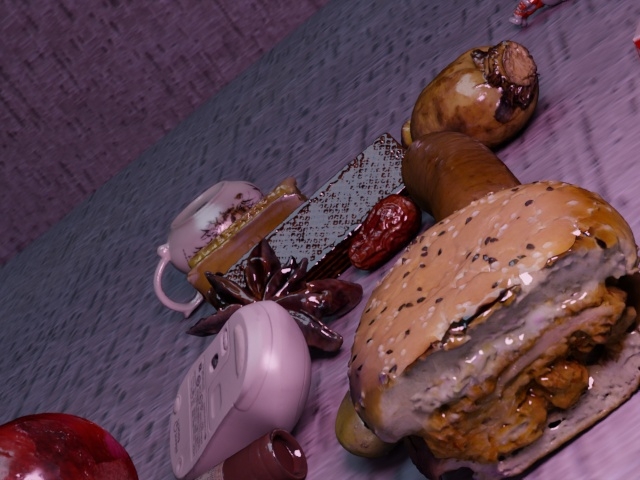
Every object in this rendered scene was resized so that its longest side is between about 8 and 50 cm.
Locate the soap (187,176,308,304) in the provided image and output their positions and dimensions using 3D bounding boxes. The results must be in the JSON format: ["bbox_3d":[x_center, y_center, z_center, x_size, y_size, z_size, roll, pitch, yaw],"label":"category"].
[{"bbox_3d":[-0.091,0.023,2.071,0.233,0.135,0.076,-39,18,7],"label":"soap"}]

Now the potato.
[{"bbox_3d":[0.075,0.176,1.474,0.105,0.085,0.188,-19,24,46],"label":"potato"}]

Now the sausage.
[{"bbox_3d":[0.197,-0.046,1.661,0.136,0.123,0.501,-55,17,12],"label":"sausage"}]

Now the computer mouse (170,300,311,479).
[{"bbox_3d":[-0.095,0.203,1.655,0.297,0.121,0.184,-59,31,38],"label":"computer mouse"}]

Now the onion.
[{"bbox_3d":[-0.354,0.353,1.652,0.276,0.276,0.276,-37,19,15],"label":"onion"}]

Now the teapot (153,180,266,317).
[{"bbox_3d":[-0.192,0.000,2.339,0.299,0.166,0.208,-52,27,-8],"label":"teapot"}]

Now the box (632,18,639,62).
[{"bbox_3d":[0.532,-0.328,1.748,0.229,0.050,0.123,-27,21,38],"label":"box"}]

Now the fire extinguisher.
[{"bbox_3d":[-0.124,0.321,1.565,0.231,0.071,0.099,-35,25,20],"label":"fire extinguisher"}]

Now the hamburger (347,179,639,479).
[{"bbox_3d":[0.178,0.086,1.297,0.318,0.195,0.277,-39,20,4],"label":"hamburger"}]

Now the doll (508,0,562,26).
[{"bbox_3d":[0.401,-0.437,2.239,0.180,0.079,0.094,-40,-15,22],"label":"doll"}]

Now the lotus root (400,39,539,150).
[{"bbox_3d":[0.226,-0.199,1.932,0.169,0.141,0.314,-50,11,-33],"label":"lotus root"}]

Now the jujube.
[{"bbox_3d":[0.092,-0.011,1.877,0.129,0.077,0.077,-48,18,5],"label":"jujube"}]

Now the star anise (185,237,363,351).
[{"bbox_3d":[-0.069,0.108,1.819,0.283,0.129,0.212,21,72,33],"label":"star anise"}]

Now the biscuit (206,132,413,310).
[{"bbox_3d":[0.000,0.000,1.972,0.388,0.073,0.107,-41,55,0],"label":"biscuit"}]
